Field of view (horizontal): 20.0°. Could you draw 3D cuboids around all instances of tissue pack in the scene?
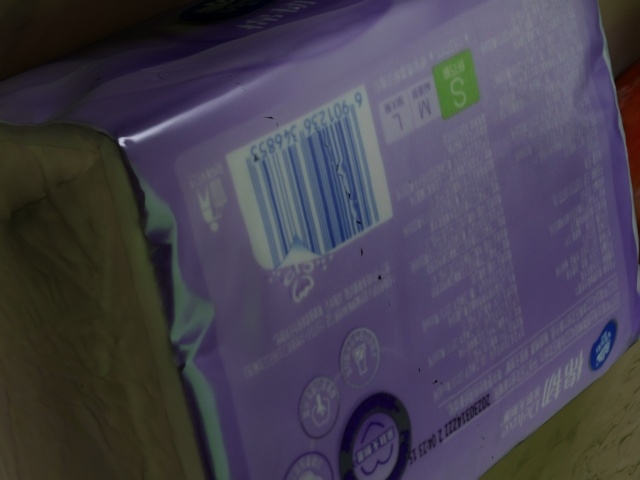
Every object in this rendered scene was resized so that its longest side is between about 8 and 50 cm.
[{"bbox_3d":[0.000,0.000,0.839,0.338,0.160,0.242,-30,117,-44],"label":"tissue pack"}]

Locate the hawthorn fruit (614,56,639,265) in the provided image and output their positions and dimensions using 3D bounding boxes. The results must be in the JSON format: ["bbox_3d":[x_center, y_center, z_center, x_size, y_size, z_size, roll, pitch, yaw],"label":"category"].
[{"bbox_3d":[0.296,-0.060,1.229,0.242,0.242,0.271,-6,123,-56],"label":"hawthorn fruit"}]
